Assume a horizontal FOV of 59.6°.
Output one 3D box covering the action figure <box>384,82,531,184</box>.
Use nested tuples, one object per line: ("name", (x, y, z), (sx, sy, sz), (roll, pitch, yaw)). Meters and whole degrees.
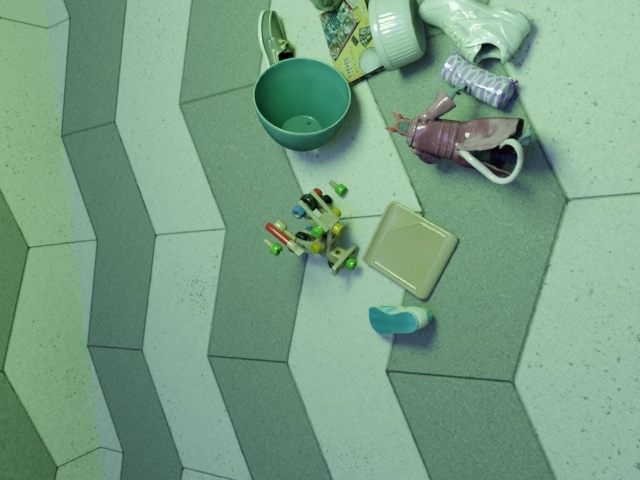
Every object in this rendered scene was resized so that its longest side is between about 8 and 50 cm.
("action figure", (0.340, -0.249, 1.462), (0.369, 0.276, 0.248), (14, 132, 14))

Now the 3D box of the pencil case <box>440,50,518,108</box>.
("pencil case", (0.424, -0.431, 1.505), (0.206, 0.086, 0.088), (35, 118, 25))

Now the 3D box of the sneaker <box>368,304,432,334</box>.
("sneaker", (0.238, 0.240, 1.714), (0.228, 0.092, 0.088), (-2, 97, 53))

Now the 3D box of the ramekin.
("ramekin", (0.220, -0.587, 1.556), (0.108, 0.207, 0.207), (-9, 91, 25))

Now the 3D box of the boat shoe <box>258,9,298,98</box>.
("boat shoe", (-0.131, -0.606, 1.838), (0.091, 0.109, 0.305), (-3, 100, 33))

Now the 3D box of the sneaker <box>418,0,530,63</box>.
("sneaker", (0.383, -0.558, 1.475), (0.305, 0.114, 0.152), (27, 87, 26))

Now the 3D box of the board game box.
("board game box", (0.102, -0.615, 1.720), (0.165, 0.042, 0.244), (-18, 86, 33))

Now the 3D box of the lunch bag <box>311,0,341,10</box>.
("lunch bag", (-0.021, -0.867, 1.665), (0.305, 0.212, 0.256), (52, 134, 25))

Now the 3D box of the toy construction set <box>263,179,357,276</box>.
("toy construction set", (0.000, 0.000, 1.725), (0.237, 0.308, 0.258), (39, 123, 18))

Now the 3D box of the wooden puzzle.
("wooden puzzle", (0.269, 0.027, 1.694), (0.238, 0.044, 0.221), (32, 112, 21))

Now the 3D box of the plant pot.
("plant pot", (-0.057, -0.390, 1.740), (0.290, 0.290, 0.195), (48, 162, 19))
